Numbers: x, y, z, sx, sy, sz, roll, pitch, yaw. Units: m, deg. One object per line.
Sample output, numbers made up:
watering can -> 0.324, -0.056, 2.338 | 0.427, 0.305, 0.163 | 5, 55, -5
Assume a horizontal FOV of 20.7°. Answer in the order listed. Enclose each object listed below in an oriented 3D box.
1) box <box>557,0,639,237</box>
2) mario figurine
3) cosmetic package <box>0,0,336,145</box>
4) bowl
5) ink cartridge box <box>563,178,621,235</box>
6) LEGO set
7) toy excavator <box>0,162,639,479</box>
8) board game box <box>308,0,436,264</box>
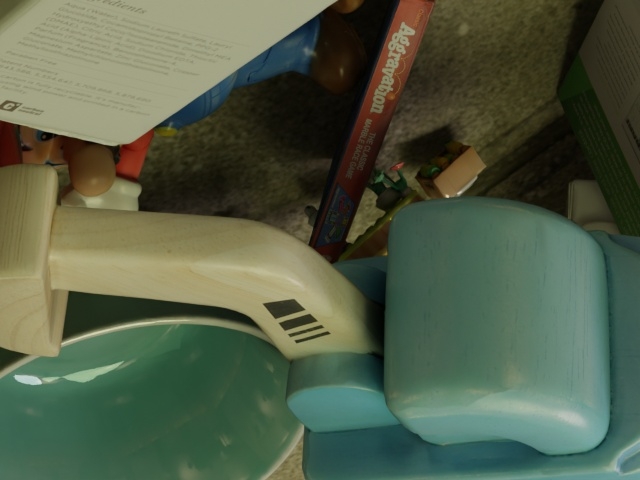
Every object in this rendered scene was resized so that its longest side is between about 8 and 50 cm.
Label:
box -> 0.283, -0.103, 1.316 | 0.058, 0.232, 0.322 | -13, 157, -17
mario figurine -> -0.108, -0.093, 1.198 | 0.320, 0.170, 0.198 | -23, 110, -16
cosmetic package -> -0.067, -0.225, 0.929 | 0.156, 0.217, 0.385 | 11, 155, -40
bowl -> -0.176, 0.101, 1.402 | 0.311, 0.163, 0.311 | -14, 143, -11
ink cartridge box -> 0.305, 0.090, 1.554 | 0.198, 0.197, 0.270 | 4, 158, 5
LEGO set -> 0.000, 0.000, 1.476 | 0.287, 0.107, 0.132 | -45, 174, 17
toy excavator -> 0.033, 0.057, 1.184 | 0.433, 0.222, 0.445 | -7, 151, 20
board game box -> 0.043, -0.111, 1.303 | 0.027, 0.145, 0.281 | 19, 134, -1
